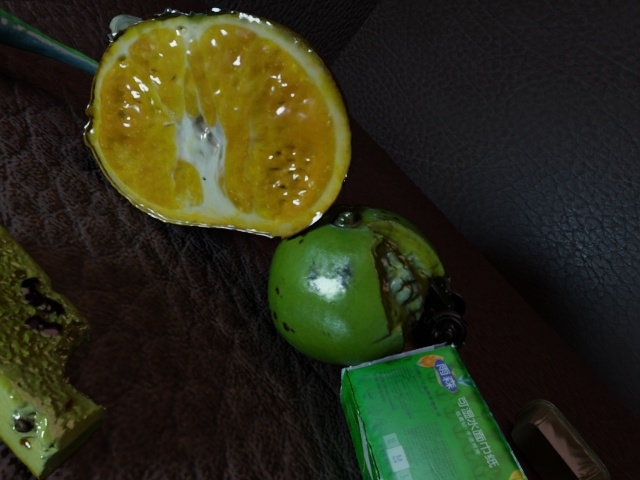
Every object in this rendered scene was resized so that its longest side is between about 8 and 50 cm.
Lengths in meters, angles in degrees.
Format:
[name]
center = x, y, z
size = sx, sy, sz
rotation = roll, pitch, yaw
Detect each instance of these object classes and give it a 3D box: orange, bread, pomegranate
[orange]
center = -0.113, -0.134, 0.510
size = 0.310, 0.275, 0.274
rotation = 17, 0, 43
[bread]
center = -0.240, 0.059, 0.309
size = 0.226, 0.049, 0.088
rotation = 45, 22, 3
[pomegranate]
center = 0.058, 0.094, 0.578
size = 0.236, 0.235, 0.302
rotation = -87, 157, -62

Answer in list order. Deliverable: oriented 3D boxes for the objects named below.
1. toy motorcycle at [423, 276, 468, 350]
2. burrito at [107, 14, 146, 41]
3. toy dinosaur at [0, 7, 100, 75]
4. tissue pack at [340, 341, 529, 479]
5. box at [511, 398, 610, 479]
[toy motorcycle]
center = 0.223, 0.122, 0.901
size = 0.275, 0.127, 0.205
rotation = 51, 23, 2
[burrito]
center = -0.347, -0.373, 0.860
size = 0.175, 0.107, 0.348
rotation = 9, 35, -33
[toy dinosaur]
center = -0.452, -0.235, 0.378
size = 0.499, 0.144, 0.375
rotation = 28, 31, -22
[tissue pack]
center = 0.119, 0.253, 0.455
size = 0.147, 0.156, 0.209
rotation = -12, 45, -10
[box]
center = 0.451, 0.402, 0.791
size = 0.111, 0.111, 0.177
rotation = 14, 36, -50
